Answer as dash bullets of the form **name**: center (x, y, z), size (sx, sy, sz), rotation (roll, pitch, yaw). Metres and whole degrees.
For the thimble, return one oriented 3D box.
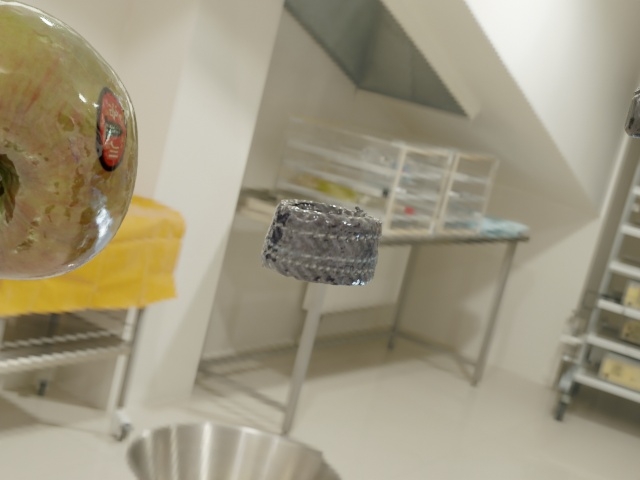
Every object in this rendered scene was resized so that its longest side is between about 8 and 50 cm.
- **thimble**: center (-0.002, 0.000, 0.929), size (0.104, 0.066, 0.095), rotation (5, 10, -41)

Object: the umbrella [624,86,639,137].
- **umbrella**: center (0.340, -0.064, 0.738), size (0.250, 0.052, 0.053), rotation (10, 52, 8)

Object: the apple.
- **apple**: center (-0.280, -0.086, 0.931), size (0.261, 0.261, 0.194), rotation (12, 29, -14)
